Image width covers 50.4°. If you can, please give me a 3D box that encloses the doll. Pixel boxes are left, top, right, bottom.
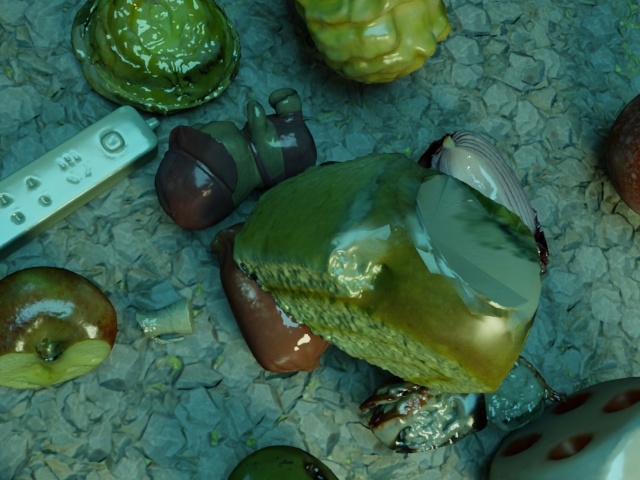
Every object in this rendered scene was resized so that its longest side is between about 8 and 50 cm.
[{"bbox_3d":[-0.135,-0.124,1.045,0.256,0.196,0.152,-30,48,-21],"label":"doll"}]

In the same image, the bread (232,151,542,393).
[{"bbox_3d":[0.106,0.023,0.900,0.395,0.264,0.239,29,65,-12],"label":"bread"}]

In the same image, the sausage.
[{"bbox_3d":[-0.069,0.084,1.027,0.148,0.148,0.254,-22,87,-17],"label":"sausage"}]

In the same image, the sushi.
[{"bbox_3d":[0.219,0.251,1.060,0.332,0.124,0.129,-13,89,-15],"label":"sushi"}]

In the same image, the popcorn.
[{"bbox_3d":[0.109,-0.445,1.100,0.382,0.349,0.348,-24,80,20],"label":"popcorn"}]

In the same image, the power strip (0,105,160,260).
[{"bbox_3d":[-0.406,-0.083,1.037,0.385,0.062,0.091,-38,89,-18],"label":"power strip"}]

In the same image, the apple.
[{"bbox_3d":[-0.382,0.115,0.931,0.195,0.173,0.160,-13,81,-20],"label":"apple"}]

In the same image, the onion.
[{"bbox_3d":[0.262,-0.042,1.137,0.283,0.120,0.227,52,46,5],"label":"onion"}]

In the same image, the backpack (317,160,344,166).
[{"bbox_3d":[0.061,-0.070,1.119,0.165,0.106,0.119,23,93,11],"label":"backpack"}]

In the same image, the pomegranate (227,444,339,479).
[{"bbox_3d":[-0.068,0.385,0.937,0.210,0.179,0.179,-38,86,-8],"label":"pomegranate"}]

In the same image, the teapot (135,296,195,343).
[{"bbox_3d":[-0.235,0.124,1.029,0.083,0.057,0.067,-9,107,-10],"label":"teapot"}]

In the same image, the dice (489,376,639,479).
[{"bbox_3d":[0.440,0.394,0.976,0.277,0.304,0.304,-32,84,-17],"label":"dice"}]

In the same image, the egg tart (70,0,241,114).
[{"bbox_3d":[-0.267,-0.336,1.120,0.279,0.095,0.278,3,74,-11],"label":"egg tart"}]

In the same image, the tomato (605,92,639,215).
[{"bbox_3d":[0.641,-0.158,1.211,0.271,0.227,0.270,-2,95,-17],"label":"tomato"}]
